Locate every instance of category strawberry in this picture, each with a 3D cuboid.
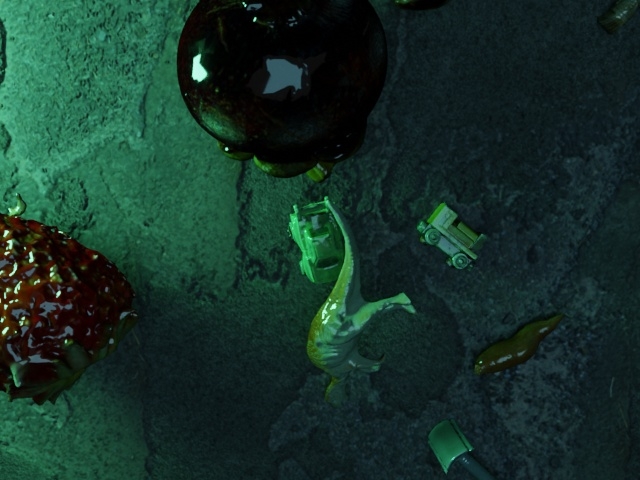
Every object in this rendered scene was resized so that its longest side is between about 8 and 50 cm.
[{"bbox_3d":[-0.465,0.075,1.434,0.292,0.292,0.343,-36,87,4],"label":"strawberry"}]

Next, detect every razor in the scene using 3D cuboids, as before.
[{"bbox_3d":[0.296,0.423,1.638,0.068,0.106,0.232,-45,112,6],"label":"razor"}]

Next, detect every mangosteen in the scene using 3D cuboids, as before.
[{"bbox_3d":[-0.057,-0.255,1.372,0.330,0.330,0.330,-1,101,-4],"label":"mangosteen"}]

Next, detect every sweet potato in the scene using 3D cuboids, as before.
[{"bbox_3d":[0.354,0.183,1.601,0.195,0.056,0.056,-34,102,-1],"label":"sweet potato"}]

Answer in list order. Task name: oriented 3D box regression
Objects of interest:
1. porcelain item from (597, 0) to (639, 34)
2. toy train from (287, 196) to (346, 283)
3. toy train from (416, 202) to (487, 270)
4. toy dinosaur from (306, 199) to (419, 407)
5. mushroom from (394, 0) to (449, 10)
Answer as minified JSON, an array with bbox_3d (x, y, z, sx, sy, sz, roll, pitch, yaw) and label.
[{"bbox_3d":[0.542,-0.427,1.488,0.084,0.054,0.213,42,97,-9],"label":"porcelain item"},{"bbox_3d":[0.000,0.000,1.524,0.099,0.081,0.149,-15,102,-2],"label":"toy train"},{"bbox_3d":[0.224,-0.004,1.557,0.122,0.050,0.081,37,90,-9],"label":"toy train"},{"bbox_3d":[0.063,0.116,1.519,0.205,0.092,0.393,-19,124,-4],"label":"toy dinosaur"},{"bbox_3d":[0.122,-0.521,1.427,0.107,0.087,0.333,-21,100,1],"label":"mushroom"}]
